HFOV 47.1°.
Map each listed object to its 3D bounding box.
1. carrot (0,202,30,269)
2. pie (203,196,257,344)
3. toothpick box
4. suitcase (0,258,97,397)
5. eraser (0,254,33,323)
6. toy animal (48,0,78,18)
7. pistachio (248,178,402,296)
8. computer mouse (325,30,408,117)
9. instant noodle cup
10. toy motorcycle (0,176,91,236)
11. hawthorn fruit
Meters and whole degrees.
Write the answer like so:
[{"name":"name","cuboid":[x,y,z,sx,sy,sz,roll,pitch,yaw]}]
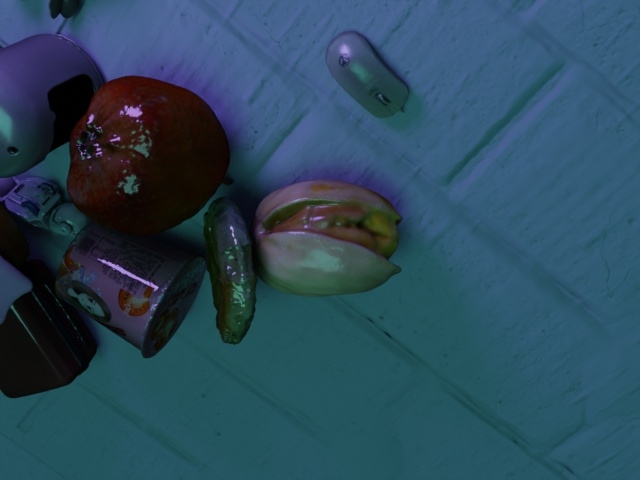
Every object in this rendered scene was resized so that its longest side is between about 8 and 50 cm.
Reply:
[{"name":"carrot","cuboid":[-0.728,-0.058,1.536,0.259,0.100,0.307,16,149,42]},{"name":"pie","cuboid":[-0.174,0.057,1.410,0.071,0.306,0.306,-6,120,-13]},{"name":"toothpick box","cuboid":[-0.561,-0.243,1.326,0.229,0.316,0.228,6,119,12]},{"name":"suitcase","cuboid":[-0.682,0.205,1.693,0.237,0.161,0.296,-16,113,22]},{"name":"eraser","cuboid":[-0.786,0.021,1.498,0.359,0.122,0.272,12,152,45]},{"name":"toy animal","cuboid":[-0.456,-0.505,1.279,0.236,0.138,0.108,-42,72,43]},{"name":"pistachio","cuboid":[0.000,0.000,1.390,0.309,0.230,0.229,0,118,14]},{"name":"computer mouse","cuboid":[0.082,-0.283,1.294,0.182,0.056,0.089,43,124,-12]},{"name":"instant noodle cup","cuboid":[-0.397,0.088,1.522,0.231,0.243,0.242,26,121,7]},{"name":"toy motorcycle","cuboid":[-0.607,-0.071,1.568,0.255,0.112,0.112,23,121,7]},{"name":"hawthorn fruit","cuboid":[-0.292,-0.144,1.361,0.330,0.287,0.287,12,135,-46]}]
